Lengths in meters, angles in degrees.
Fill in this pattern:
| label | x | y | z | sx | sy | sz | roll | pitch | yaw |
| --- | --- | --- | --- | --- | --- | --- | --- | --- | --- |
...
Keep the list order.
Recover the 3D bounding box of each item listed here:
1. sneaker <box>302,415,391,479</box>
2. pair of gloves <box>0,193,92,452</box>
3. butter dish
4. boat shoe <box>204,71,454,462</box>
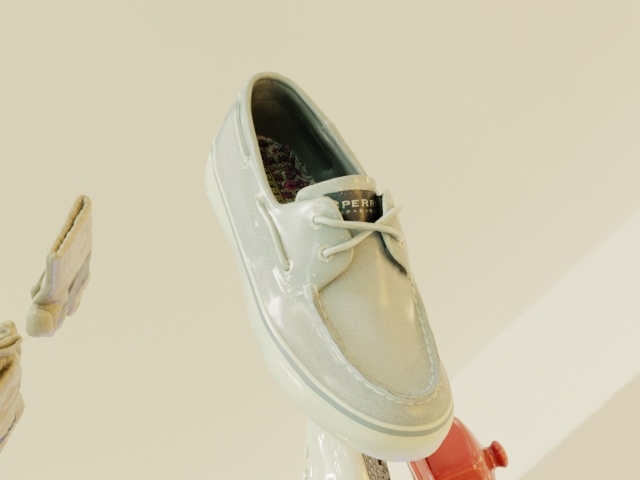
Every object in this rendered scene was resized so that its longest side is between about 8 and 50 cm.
| label | x | y | z | sx | sy | sz | roll | pitch | yaw |
| --- | --- | --- | --- | --- | --- | --- | --- | --- | --- |
| sneaker | 0.003 | 0.244 | 0.760 | 0.123 | 0.106 | 0.290 | -17 | -110 | 11 |
| pair of gloves | -0.280 | 0.085 | 0.878 | 0.042 | 0.204 | 0.240 | 24 | -114 | -2 |
| butter dish | 0.175 | 0.284 | 1.144 | 0.118 | 0.160 | 0.160 | -24 | -59 | -3 |
| boat shoe | 0.001 | 0.000 | 0.458 | 0.079 | 0.227 | 0.081 | -7 | -43 | -28 |
